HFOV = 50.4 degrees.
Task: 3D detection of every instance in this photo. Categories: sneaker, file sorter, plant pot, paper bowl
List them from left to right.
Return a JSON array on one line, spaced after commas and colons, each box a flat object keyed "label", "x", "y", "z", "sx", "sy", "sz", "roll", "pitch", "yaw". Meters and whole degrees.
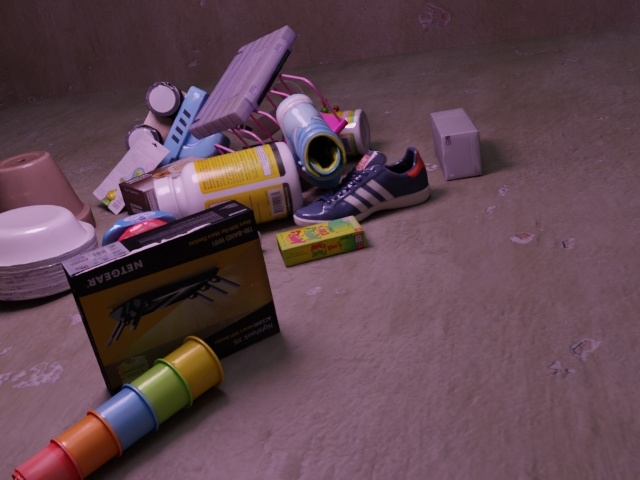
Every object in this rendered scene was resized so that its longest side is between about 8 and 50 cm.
[{"label": "paper bowl", "x": -0.663, "y": 0.014, "z": 1.565, "sx": 0.284, "sy": 0.148, "sz": 0.284, "roll": -3, "pitch": 23, "yaw": 1}, {"label": "plant pot", "x": -0.761, "y": -0.106, "z": 1.804, "sx": 0.263, "sy": 0.229, "sz": 0.263, "roll": -9, "pitch": 25, "yaw": 4}, {"label": "file sorter", "x": -0.118, "y": -0.292, "z": 1.862, "sx": 0.290, "sy": 0.182, "sz": 0.202, "roll": -49, "pitch": 34, "yaw": -8}, {"label": "sneaker", "x": 0.002, "y": -0.190, "z": 1.684, "sx": 0.127, "sy": 0.319, "sz": 0.208, "roll": -32, "pitch": 51, "yaw": 1}, {"label": "sneaker", "x": 0.092, "y": -0.134, "z": 1.618, "sx": 0.350, "sy": 0.148, "sz": 0.131, "roll": -19, "pitch": 26, "yaw": -18}]

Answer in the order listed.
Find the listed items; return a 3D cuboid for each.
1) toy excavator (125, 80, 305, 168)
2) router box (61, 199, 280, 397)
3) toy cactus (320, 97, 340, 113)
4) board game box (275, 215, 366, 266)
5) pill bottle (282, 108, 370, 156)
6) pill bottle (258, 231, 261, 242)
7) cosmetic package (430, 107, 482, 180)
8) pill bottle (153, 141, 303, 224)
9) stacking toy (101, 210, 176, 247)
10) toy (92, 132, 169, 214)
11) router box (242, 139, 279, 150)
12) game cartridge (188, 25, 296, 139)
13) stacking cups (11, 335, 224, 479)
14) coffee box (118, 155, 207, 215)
[{"label": "toy excavator", "x": -0.314, "y": -0.359, "z": 2.130, "sx": 0.445, "sy": 0.433, "sz": 0.222, "roll": 26, "pitch": 3, "yaw": -1}, {"label": "router box", "x": -0.238, "y": 0.098, "z": 1.135, "sx": 0.309, "sy": 0.242, "sz": 0.081, "roll": -23, "pitch": 27, "yaw": -24}, {"label": "toy cactus", "x": -0.027, "y": -0.434, "z": 2.394, "sx": 0.219, "sy": 0.112, "sz": 0.180, "roll": -21, "pitch": 16, "yaw": -3}, {"label": "board game box", "x": 0.000, "y": 0.000, "z": 1.490, "sx": 0.181, "sy": 0.043, "sz": 0.092, "roll": -14, "pitch": 25, "yaw": -7}, {"label": "pill bottle", "x": 0.017, "y": -0.314, "z": 2.048, "sx": 0.246, "sy": 0.136, "sz": 0.136, "roll": -4, "pitch": 25, "yaw": 18}, {"label": "pill bottle", "x": -0.197, "y": -0.001, "z": 1.542, "sx": 0.120, "sy": 0.067, "sz": 0.067, "roll": 3, "pitch": 28, "yaw": 28}, {"label": "cosmetic package", "x": 0.360, "y": -0.261, "z": 1.816, "sx": 0.107, "sy": 0.127, "sz": 0.238, "roll": -10, "pitch": 26, "yaw": 3}, {"label": "pill bottle", "x": -0.224, "y": -0.117, "z": 1.658, "sx": 0.334, "sy": 0.187, "sz": 0.188, "roll": -14, "pitch": 25, "yaw": -9}, {"label": "stacking toy", "x": -0.293, "y": 0.076, "z": 1.354, "sx": 0.175, "sy": 0.165, "sz": 0.302, "roll": -19, "pitch": 39, "yaw": -40}, {"label": "toy", "x": -0.544, "y": -0.188, "z": 1.990, "sx": 0.137, "sy": 0.056, "sz": 0.237, "roll": 36, "pitch": 81, "yaw": 32}, {"label": "router box", "x": -0.190, "y": -0.283, "z": 2.184, "sx": 0.122, "sy": 0.038, "sz": 0.092, "roll": -10, "pitch": 24, "yaw": 0}, {"label": "game cartridge", "x": -0.214, "y": -0.444, "z": 1.918, "sx": 0.230, "sy": 0.068, "sz": 0.355, "roll": -4, "pitch": 50, "yaw": 42}, {"label": "stacking cups", "x": -0.291, "y": 0.255, "z": 0.989, "sx": 0.096, "sy": 0.096, "sz": 0.316, "roll": 14, "pitch": 34, "yaw": 42}, {"label": "coffee box", "x": -0.416, "y": -0.149, "z": 1.911, "sx": 0.246, "sy": 0.098, "sz": 0.141, "roll": -29, "pitch": 30, "yaw": -35}]
